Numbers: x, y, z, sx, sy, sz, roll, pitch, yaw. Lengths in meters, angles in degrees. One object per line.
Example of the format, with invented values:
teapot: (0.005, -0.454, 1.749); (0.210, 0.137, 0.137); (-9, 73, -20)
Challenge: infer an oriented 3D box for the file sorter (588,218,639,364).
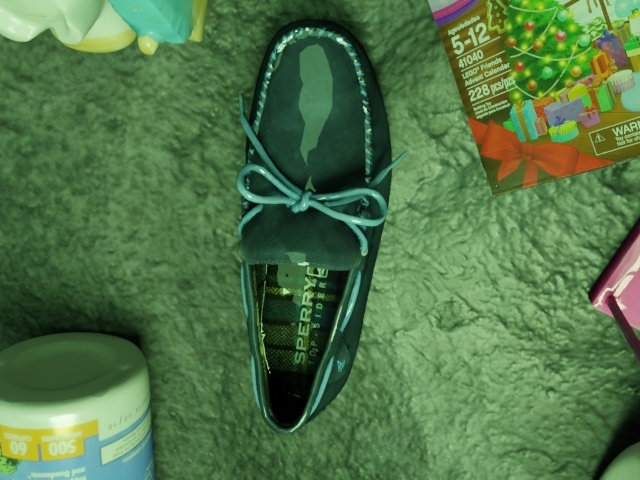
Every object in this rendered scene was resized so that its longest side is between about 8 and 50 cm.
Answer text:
file sorter: (0.367, 0.001, 0.474); (0.202, 0.182, 0.290); (26, 110, 0)

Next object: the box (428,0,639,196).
box: (0.204, -0.157, 0.419); (0.293, 0.057, 0.200); (-16, 94, 48)

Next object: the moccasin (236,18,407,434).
moccasin: (0.000, 0.000, 0.569); (0.138, 0.117, 0.341); (1, 108, 9)

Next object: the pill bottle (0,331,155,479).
pill bottle: (-0.234, 0.238, 0.670); (0.152, 0.152, 0.271); (4, 108, 8)

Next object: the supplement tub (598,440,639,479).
supplement tub: (0.392, 0.311, 0.543); (0.332, 0.241, 0.241); (15, 110, 5)

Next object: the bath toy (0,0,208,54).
bath toy: (-0.263, -0.211, 0.541); (0.348, 0.151, 0.129); (6, 71, 10)
